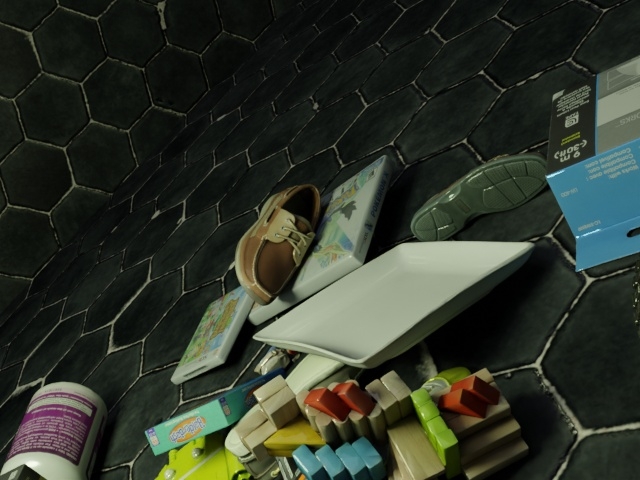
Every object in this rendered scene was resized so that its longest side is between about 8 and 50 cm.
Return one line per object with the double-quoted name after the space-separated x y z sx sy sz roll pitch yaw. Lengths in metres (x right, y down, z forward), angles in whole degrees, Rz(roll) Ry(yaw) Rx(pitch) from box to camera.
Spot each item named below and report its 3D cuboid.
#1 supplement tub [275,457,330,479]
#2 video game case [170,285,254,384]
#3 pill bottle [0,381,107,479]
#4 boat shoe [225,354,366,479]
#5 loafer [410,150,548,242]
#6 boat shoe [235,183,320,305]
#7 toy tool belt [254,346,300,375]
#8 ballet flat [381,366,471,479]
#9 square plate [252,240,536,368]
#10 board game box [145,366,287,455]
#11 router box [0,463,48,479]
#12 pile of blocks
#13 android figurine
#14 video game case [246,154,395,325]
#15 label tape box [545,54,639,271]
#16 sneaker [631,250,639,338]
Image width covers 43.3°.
0.010 0.318 1.098 0.117 0.117 0.190 -42 26 0 "supplement tub"
-0.217 0.189 1.682 0.193 0.023 0.212 -30 27 45 "video game case"
-0.541 0.443 1.619 0.169 0.169 0.301 -33 27 19 "pill bottle"
-0.008 0.246 1.258 0.305 0.091 0.109 -40 14 -20 "boat shoe"
0.271 -0.089 1.391 0.268 0.096 0.084 -29 23 30 "loafer"
-0.075 -0.009 1.590 0.116 0.123 0.324 -34 26 34 "boat shoe"
-0.082 0.214 1.464 0.083 0.052 0.051 -48 35 -13 "toy tool belt"
0.138 0.247 1.072 0.077 0.077 0.231 -12 39 48 "ballet flat"
0.108 0.096 1.260 0.344 0.049 0.347 -31 14 -26 "square plate"
-0.165 0.282 1.349 0.160 0.047 0.210 -27 -6 27 "board game box"
-0.450 0.545 1.250 0.081 0.243 0.308 -29 29 26 "router box"
0.064 0.229 0.979 0.363 0.112 0.148 -7 49 9 "pile of blocks"
-0.208 0.418 1.324 0.248 0.056 0.273 -38 28 8 "android figurine"
0.000 0.000 1.637 0.329 0.036 0.299 -32 26 41 "video game case"
0.463 -0.137 1.175 0.241 0.106 0.333 -23 31 35 "label tape box"
0.468 -0.013 0.946 0.146 0.134 0.343 22 78 17 "sneaker"
